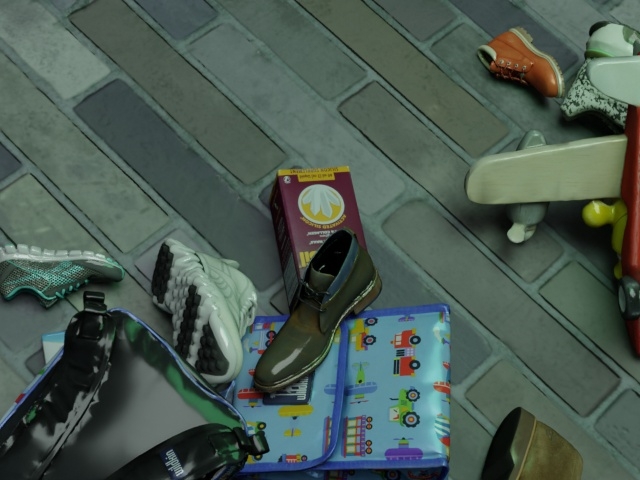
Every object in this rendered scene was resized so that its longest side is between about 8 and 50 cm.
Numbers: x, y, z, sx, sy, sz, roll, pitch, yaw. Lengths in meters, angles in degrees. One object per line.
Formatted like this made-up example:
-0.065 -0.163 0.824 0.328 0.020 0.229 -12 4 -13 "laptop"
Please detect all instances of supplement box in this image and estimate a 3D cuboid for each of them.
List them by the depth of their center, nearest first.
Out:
0.000 0.000 1.698 0.104 0.081 0.188 -4 61 -14 "supplement box"

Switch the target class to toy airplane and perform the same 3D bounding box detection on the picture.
0.446 -0.087 1.733 0.386 0.272 0.384 41 92 -2 "toy airplane"

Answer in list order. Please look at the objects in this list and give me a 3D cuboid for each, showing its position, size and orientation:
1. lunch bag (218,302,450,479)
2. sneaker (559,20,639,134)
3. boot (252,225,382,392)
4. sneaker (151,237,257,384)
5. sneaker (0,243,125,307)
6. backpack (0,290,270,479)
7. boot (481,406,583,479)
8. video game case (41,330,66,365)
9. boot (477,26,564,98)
0.014 0.202 1.573 0.293 0.138 0.221 1 57 5 "lunch bag"
0.533 -0.146 1.893 0.410 0.158 0.182 36 90 8 "sneaker"
-0.016 0.080 1.536 0.082 0.106 0.219 24 59 35 "boot"
-0.126 0.083 1.551 0.118 0.110 0.292 11 21 -21 "sneaker"
-0.336 0.051 1.620 0.166 0.065 0.076 4 75 -6 "sneaker"
-0.241 0.244 1.419 0.276 0.213 0.263 41 69 15 "backpack"
0.240 0.353 1.531 0.115 0.112 0.305 31 56 -5 "boot"
-0.276 0.185 1.570 0.119 0.015 0.166 -8 61 -16 "video game case"
0.305 -0.260 1.923 0.084 0.059 0.158 -21 48 -19 "boot"
